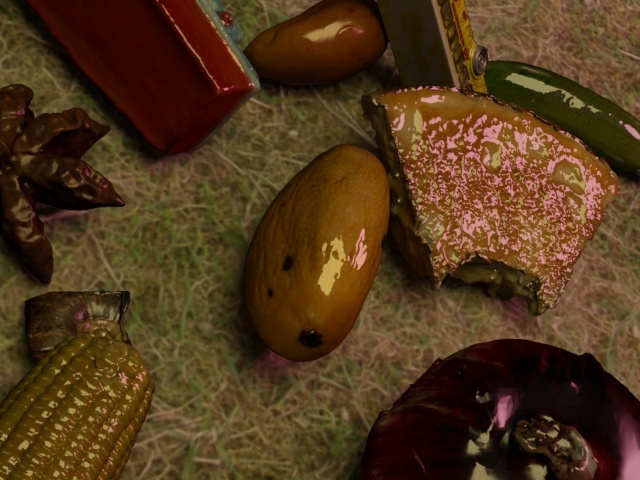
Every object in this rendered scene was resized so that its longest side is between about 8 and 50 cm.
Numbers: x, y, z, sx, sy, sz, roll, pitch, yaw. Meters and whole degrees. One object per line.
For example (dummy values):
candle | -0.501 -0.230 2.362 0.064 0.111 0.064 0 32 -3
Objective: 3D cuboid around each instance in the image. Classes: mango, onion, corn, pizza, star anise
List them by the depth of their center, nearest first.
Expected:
corn | -0.247 0.224 1.166 0.131 0.131 0.344 31 54 -7
onion | 0.193 0.228 1.292 0.314 0.232 0.314 10 60 -18
star anise | -0.280 -0.064 1.315 0.196 0.111 0.212 47 49 -4
mango | -0.005 -0.001 1.374 0.109 0.157 0.262 26 44 -19
pizza | 0.169 -0.038 1.494 0.323 0.089 0.223 16 72 -26
mango | 0.004 -0.202 1.512 0.159 0.105 0.084 -30 105 -20

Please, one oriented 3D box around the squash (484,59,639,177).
squash | 0.278 -0.142 1.617 0.258 0.069 0.069 23 58 -12

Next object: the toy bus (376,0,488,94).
toy bus | 0.116 -0.223 1.499 0.081 0.226 0.074 10 49 30

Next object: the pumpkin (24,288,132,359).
pumpkin | -0.219 0.079 1.308 0.101 0.035 0.073 2 52 -21

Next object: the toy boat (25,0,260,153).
toy boat | -0.188 -0.248 1.428 0.332 0.145 0.133 51 33 4
